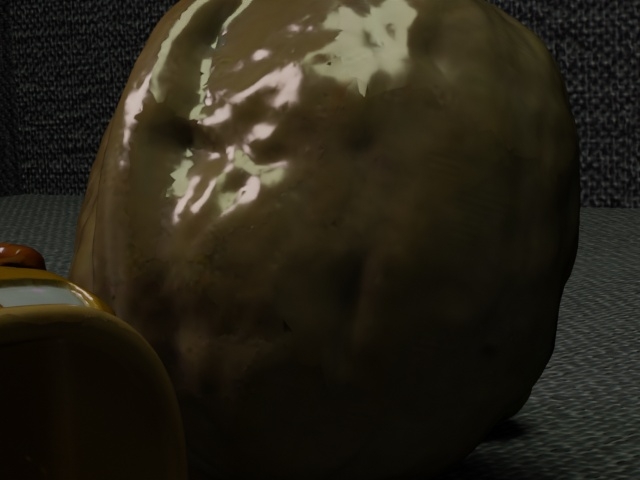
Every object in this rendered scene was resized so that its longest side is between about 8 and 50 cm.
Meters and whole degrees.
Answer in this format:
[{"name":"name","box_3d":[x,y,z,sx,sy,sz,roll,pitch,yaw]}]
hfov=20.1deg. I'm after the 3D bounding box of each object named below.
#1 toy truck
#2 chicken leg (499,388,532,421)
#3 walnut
[{"name":"toy truck","box_3d":[-0.198,0.117,0.911,0.288,0.204,0.212,-9,11,-43]},{"name":"chicken leg","box_3d":[0.088,0.098,1.439,0.103,0.088,0.228,-20,16,-20]},{"name":"walnut","box_3d":[0.000,0.000,1.196,0.381,0.381,0.381,-3,7,0]}]
